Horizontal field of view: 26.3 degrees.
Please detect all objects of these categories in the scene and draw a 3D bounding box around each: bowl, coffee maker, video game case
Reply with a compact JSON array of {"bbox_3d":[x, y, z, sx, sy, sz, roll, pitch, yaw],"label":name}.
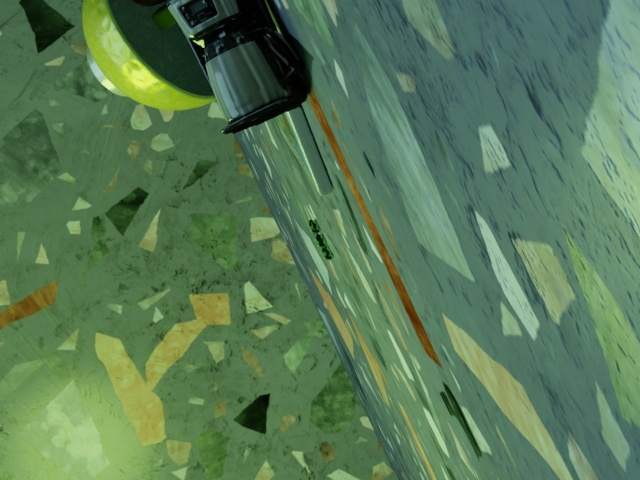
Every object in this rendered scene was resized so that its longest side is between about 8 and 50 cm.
[{"bbox_3d":[-0.286,-0.320,2.210,0.289,0.156,0.289,32,-137,-36],"label":"bowl"},{"bbox_3d":[-0.102,-0.229,1.663,0.171,0.120,0.178,-179,65,-86],"label":"coffee maker"},{"bbox_3d":[-0.052,-0.191,1.920,0.193,0.023,0.212,-121,7,-53],"label":"video game case"}]

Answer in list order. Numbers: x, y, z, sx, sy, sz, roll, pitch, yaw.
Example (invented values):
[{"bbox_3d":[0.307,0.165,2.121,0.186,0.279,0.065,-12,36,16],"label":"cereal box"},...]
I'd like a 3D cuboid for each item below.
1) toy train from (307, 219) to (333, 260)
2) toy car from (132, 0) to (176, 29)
[{"bbox_3d":[0.000,0.000,2.439,0.083,0.017,0.024,64,-175,13],"label":"toy train"},{"bbox_3d":[-0.210,-0.425,2.052,0.155,0.149,0.188,53,153,-18],"label":"toy car"}]
